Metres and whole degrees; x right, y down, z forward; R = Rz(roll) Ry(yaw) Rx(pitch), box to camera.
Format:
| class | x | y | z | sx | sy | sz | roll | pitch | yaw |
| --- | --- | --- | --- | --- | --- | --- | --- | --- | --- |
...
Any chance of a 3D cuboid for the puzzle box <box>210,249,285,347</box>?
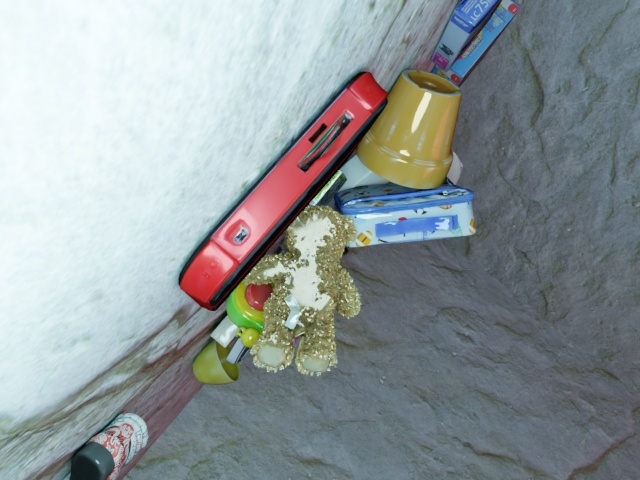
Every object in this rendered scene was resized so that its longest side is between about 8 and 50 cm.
| class | x | y | z | sx | sy | sz | roll | pitch | yaw |
| --- | --- | --- | --- | --- | --- | --- | --- | --- | --- |
| puzzle box | -0.138 | 0.114 | 1.452 | 0.409 | 0.052 | 0.272 | -50 | 179 | -9 |

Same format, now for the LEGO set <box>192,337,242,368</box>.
| class | x | y | z | sx | sy | sz | roll | pitch | yaw |
| --- | --- | --- | --- | --- | --- | --- | --- | --- | --- |
| LEGO set | -0.271 | 0.332 | 1.674 | 0.287 | 0.107 | 0.132 | -50 | 177 | -16 |

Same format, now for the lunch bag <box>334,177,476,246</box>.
| class | x | y | z | sx | sy | sz | roll | pitch | yaw |
| --- | --- | --- | --- | --- | --- | --- | --- | --- | --- |
| lunch bag | 0.185 | -0.063 | 1.150 | 0.303 | 0.115 | 0.243 | -8 | -167 | -1 |

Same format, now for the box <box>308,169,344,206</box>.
| class | x | y | z | sx | sy | sz | roll | pitch | yaw |
| --- | --- | --- | --- | --- | --- | --- | --- | --- | --- |
| box | 0.006 | -0.108 | 1.152 | 0.114 | 0.036 | 0.207 | -51 | 177 | 6 |

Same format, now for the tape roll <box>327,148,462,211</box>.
| class | x | y | z | sx | sy | sz | roll | pitch | yaw |
| --- | --- | --- | --- | --- | --- | --- | --- | --- | --- |
| tape roll | 0.189 | -0.130 | 1.401 | 0.391 | 0.072 | 0.392 | -21 | 150 | -13 |

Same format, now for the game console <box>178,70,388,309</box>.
| class | x | y | z | sx | sy | sz | roll | pitch | yaw |
| --- | --- | --- | --- | --- | --- | --- | --- | --- | --- |
| game console | -0.059 | -0.056 | 0.798 | 0.387 | 0.060 | 0.342 | -49 | -178 | -14 |

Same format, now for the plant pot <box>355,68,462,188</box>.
| class | x | y | z | sx | sy | sz | roll | pitch | yaw |
| --- | --- | --- | --- | --- | --- | --- | --- | --- | --- |
| plant pot | 0.198 | -0.241 | 1.091 | 0.205 | 0.205 | 0.188 | -47 | 160 | -52 |

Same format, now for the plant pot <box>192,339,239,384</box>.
| class | x | y | z | sx | sy | sz | roll | pitch | yaw |
| --- | --- | --- | --- | --- | --- | --- | --- | --- | --- |
| plant pot | -0.302 | 0.353 | 1.484 | 0.095 | 0.134 | 0.134 | -25 | 179 | 6 |

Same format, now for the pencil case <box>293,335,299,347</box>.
| class | x | y | z | sx | sy | sz | roll | pitch | yaw |
| --- | --- | --- | --- | --- | --- | --- | --- | --- | --- |
| pencil case | -0.103 | 0.205 | 1.703 | 0.386 | 0.167 | 0.160 | -62 | 146 | -55 |

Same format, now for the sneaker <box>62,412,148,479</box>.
| class | x | y | z | sx | sy | sz | roll | pitch | yaw |
| --- | --- | --- | --- | --- | --- | --- | --- | --- | --- |
| sneaker | -0.417 | 0.439 | 0.998 | 0.270 | 0.090 | 0.145 | -55 | 173 | 28 |

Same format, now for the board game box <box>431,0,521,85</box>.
| class | x | y | z | sx | sy | sz | roll | pitch | yaw |
| --- | --- | --- | --- | --- | --- | --- | --- | --- | --- |
| board game box | 0.443 | -0.563 | 1.642 | 0.308 | 0.086 | 0.302 | -50 | 177 | -13 |

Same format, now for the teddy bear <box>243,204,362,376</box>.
| class | x | y | z | sx | sy | sz | roll | pitch | yaw |
| --- | --- | --- | --- | --- | --- | --- | --- | --- | --- |
| teddy bear | -0.034 | 0.099 | 1.034 | 0.244 | 0.338 | 0.113 | -8 | 180 | -3 |

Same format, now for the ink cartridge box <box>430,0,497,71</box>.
| class | x | y | z | sx | sy | sz | roll | pitch | yaw |
| --- | --- | --- | --- | --- | --- | --- | --- | --- | --- |
| ink cartridge box | 0.346 | -0.509 | 1.153 | 0.186 | 0.065 | 0.311 | -51 | 175 | -2 |

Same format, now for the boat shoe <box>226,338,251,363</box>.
| class | x | y | z | sx | sy | sz | roll | pitch | yaw |
| --- | --- | --- | --- | --- | --- | --- | --- | --- | --- |
| boat shoe | -0.136 | 0.234 | 1.460 | 0.301 | 0.102 | 0.108 | -50 | 180 | -16 |

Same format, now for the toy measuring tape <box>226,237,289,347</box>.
| class | x | y | z | sx | sy | sz | roll | pitch | yaw |
| --- | --- | --- | --- | --- | --- | --- | --- | --- | --- |
| toy measuring tape | -0.140 | 0.097 | 1.198 | 0.121 | 0.121 | 0.330 | -53 | -162 | 43 |

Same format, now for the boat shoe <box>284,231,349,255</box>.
| class | x | y | z | sx | sy | sz | roll | pitch | yaw |
| --- | --- | --- | --- | --- | --- | --- | --- | --- | --- |
| boat shoe | 0.000 | 0.000 | 1.286 | 0.206 | 0.073 | 0.073 | 4 | 141 | -49 |
